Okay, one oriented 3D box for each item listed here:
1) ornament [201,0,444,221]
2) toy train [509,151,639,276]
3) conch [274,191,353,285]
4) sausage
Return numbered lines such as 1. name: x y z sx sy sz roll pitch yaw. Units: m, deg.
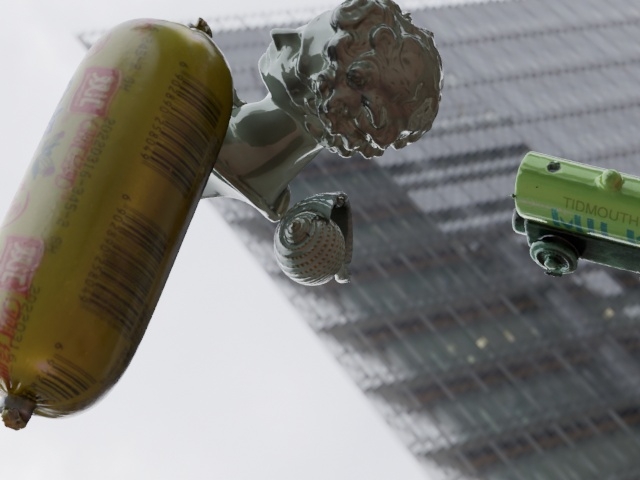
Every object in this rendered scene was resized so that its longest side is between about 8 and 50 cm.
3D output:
1. ornament: -0.026 -0.093 1.371 0.285 0.120 0.130 -26 -42 38
2. toy train: 0.327 -0.023 1.937 0.105 0.253 0.157 -59 -30 -28
3. conch: -0.004 -0.001 1.316 0.085 0.056 0.076 74 -150 -66
4. sausage: -0.155 -0.020 1.246 0.123 0.123 0.347 54 -131 -47
